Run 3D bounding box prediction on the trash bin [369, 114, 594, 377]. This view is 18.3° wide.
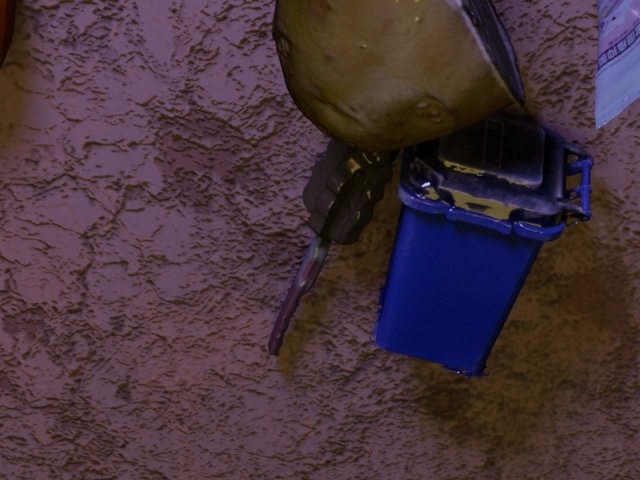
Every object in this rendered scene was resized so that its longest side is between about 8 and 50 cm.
[{"bbox_3d":[0.146,0.002,1.903,0.184,0.162,0.234,15,126,-2],"label":"trash bin"}]

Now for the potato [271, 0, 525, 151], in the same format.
[{"bbox_3d":[0.041,-0.215,1.735,0.196,0.246,0.299,-22,113,9],"label":"potato"}]

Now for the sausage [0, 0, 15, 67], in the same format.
[{"bbox_3d":[-0.347,-0.257,1.827,0.133,0.133,0.258,2,118,6],"label":"sausage"}]

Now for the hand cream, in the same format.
[{"bbox_3d":[0.266,-0.189,1.671,0.085,0.331,0.058,-37,111,24],"label":"hand cream"}]

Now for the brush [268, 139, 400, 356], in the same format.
[{"bbox_3d":[0.000,0.000,1.964,0.071,0.084,0.301,22,126,-7],"label":"brush"}]
